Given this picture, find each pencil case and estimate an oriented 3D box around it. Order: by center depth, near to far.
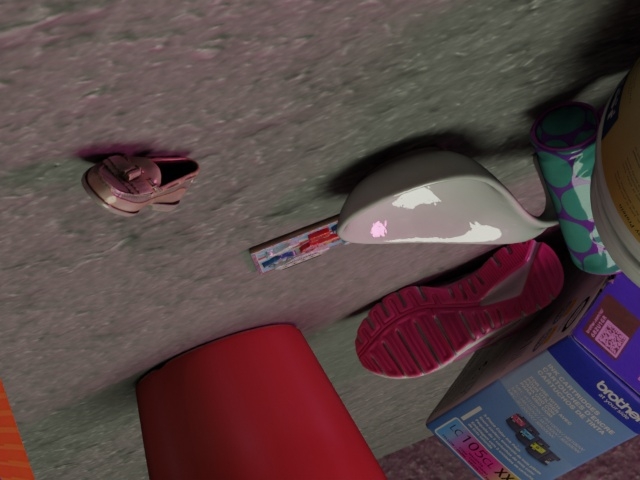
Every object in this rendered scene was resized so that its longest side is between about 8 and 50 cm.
[{"bbox_3d":[0.231,-0.045,1.632,0.070,0.064,0.152,-14,128,15],"label":"pencil case"}]

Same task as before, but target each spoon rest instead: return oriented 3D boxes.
[{"bbox_3d":[0.131,-0.036,1.641,0.276,0.084,0.137,-10,163,-42],"label":"spoon rest"}]

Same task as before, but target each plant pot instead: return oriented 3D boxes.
[{"bbox_3d":[-0.071,0.238,2.071,0.274,0.243,0.275,-20,167,-5],"label":"plant pot"}]

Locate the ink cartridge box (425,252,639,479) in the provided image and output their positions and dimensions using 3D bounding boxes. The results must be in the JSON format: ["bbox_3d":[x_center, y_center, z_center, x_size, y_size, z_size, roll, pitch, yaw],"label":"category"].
[{"bbox_3d":[0.320,0.110,2.152,0.270,0.151,0.395,-51,-176,-34],"label":"ink cartridge box"}]

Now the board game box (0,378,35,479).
[{"bbox_3d":[-0.392,0.146,0.940,0.356,0.357,0.356,-27,166,24],"label":"board game box"}]

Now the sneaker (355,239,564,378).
[{"bbox_3d":[0.162,0.089,2.150,0.252,0.103,0.111,-23,165,9],"label":"sneaker"}]

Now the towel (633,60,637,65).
[{"bbox_3d":[0.302,-0.162,1.559,0.083,0.009,0.060,-31,164,36],"label":"towel"}]

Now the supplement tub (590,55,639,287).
[{"bbox_3d":[0.337,-0.083,1.426,0.228,0.228,0.316,-18,164,-15],"label":"supplement tub"}]

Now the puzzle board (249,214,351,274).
[{"bbox_3d":[0.000,0.000,1.738,0.128,0.011,0.096,-20,167,-1],"label":"puzzle board"}]

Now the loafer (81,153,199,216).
[{"bbox_3d":[-0.123,-0.044,1.313,0.039,0.045,0.125,-43,168,15],"label":"loafer"}]
